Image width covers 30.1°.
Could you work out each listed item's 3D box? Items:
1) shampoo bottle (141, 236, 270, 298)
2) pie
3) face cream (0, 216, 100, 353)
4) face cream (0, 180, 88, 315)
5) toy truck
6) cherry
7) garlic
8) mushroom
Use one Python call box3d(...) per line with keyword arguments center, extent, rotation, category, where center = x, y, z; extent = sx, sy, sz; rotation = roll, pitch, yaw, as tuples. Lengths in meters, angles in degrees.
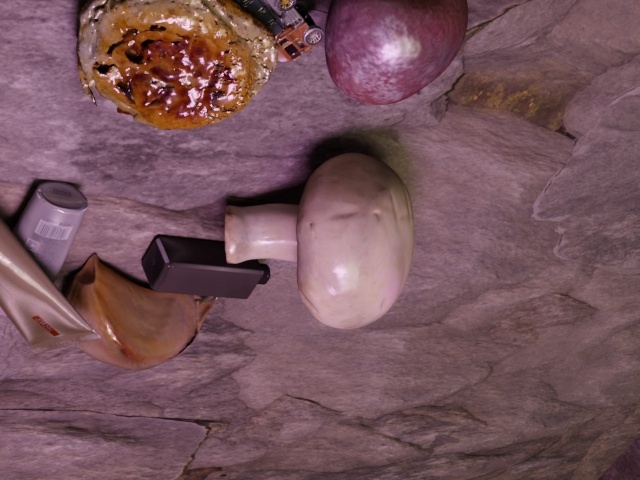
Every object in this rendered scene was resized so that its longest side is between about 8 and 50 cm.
box3d(center=(-0.203, 0.053, 2.203), extent=(0.246, 0.080, 0.079), rotation=(7, 131, -37), category="shampoo bottle")
box3d(center=(-0.225, -0.275, 1.744), extent=(0.308, 0.085, 0.308), rotation=(-1, 139, -1), category="pie")
box3d(center=(-0.502, 0.058, 1.941), extent=(0.137, 0.084, 0.341), rotation=(-15, 127, 21), category="face cream")
box3d(center=(-0.481, 0.021, 2.001), extent=(0.107, 0.073, 0.269), rotation=(17, 126, -23), category="face cream")
box3d(center=(-0.078, -0.352, 1.803), extent=(0.092, 0.083, 0.192), rotation=(-35, 141, 10), category="toy truck")
box3d(center=(0.116, -0.329, 1.830), extent=(0.236, 0.213, 0.285), rotation=(-14, 144, -38), category="cherry")
box3d(center=(-0.321, 0.151, 2.207), extent=(0.338, 0.151, 0.196), rotation=(17, 102, -40), category="garlic")
box3d(center=(0.030, -0.003, 2.114), extent=(0.356, 0.315, 0.315), rotation=(7, 131, -37), category="mushroom")
